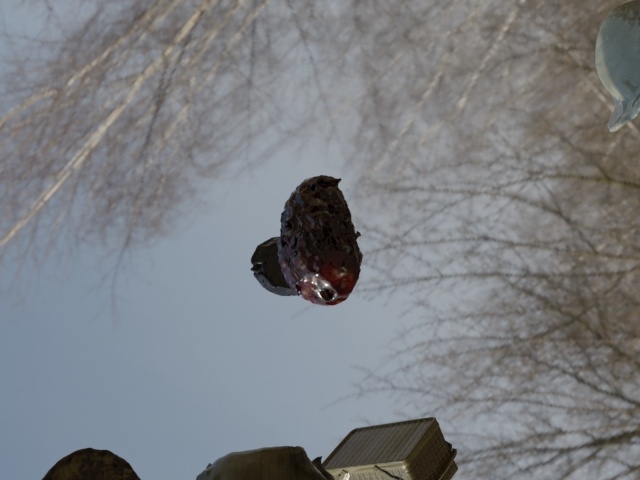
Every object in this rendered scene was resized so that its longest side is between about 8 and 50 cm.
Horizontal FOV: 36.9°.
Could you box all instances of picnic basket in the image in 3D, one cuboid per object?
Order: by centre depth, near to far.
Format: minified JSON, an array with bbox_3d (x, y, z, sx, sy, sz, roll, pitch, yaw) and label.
[{"bbox_3d":[0.092,0.307,1.300,0.115,0.164,0.079,-36,-75,-52],"label":"picnic basket"}]

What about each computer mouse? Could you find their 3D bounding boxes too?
[{"bbox_3d":[-0.022,0.033,1.420,0.172,0.057,0.098,-6,-98,-14],"label":"computer mouse"}]

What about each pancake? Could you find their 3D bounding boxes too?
[{"bbox_3d":[-0.289,0.360,1.199,0.199,0.021,0.199,9,-103,-44],"label":"pancake"}]

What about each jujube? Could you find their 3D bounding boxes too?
[{"bbox_3d":[-0.004,0.002,1.095,0.104,0.104,0.165,32,-149,-31],"label":"jujube"}]

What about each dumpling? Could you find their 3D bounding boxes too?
[{"bbox_3d":[0.416,-0.224,1.236,0.126,0.216,0.166,20,-102,-22],"label":"dumpling"}]

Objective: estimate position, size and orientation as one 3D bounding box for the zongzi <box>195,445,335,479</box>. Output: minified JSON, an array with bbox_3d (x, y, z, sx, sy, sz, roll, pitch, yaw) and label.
[{"bbox_3d":[0.001,0.322,0.668,0.273,0.145,0.300,-98,-11,-48],"label":"zongzi"}]
